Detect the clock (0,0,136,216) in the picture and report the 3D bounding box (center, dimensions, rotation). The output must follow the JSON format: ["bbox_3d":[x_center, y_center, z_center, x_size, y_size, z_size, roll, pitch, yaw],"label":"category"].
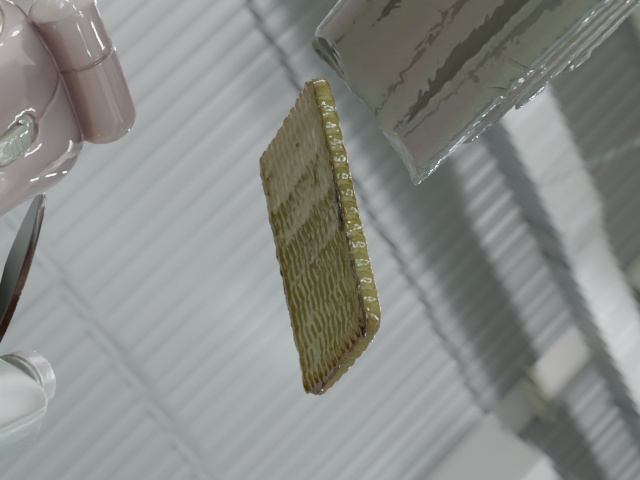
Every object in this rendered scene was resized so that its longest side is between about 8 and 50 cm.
[{"bbox_3d":[-0.368,-0.088,1.632,0.342,0.326,0.184,2,-59,38],"label":"clock"}]

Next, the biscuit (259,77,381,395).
[{"bbox_3d":[0.000,0.000,1.727,0.172,0.029,0.254,127,-43,-57],"label":"biscuit"}]

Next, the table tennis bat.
[{"bbox_3d":[-0.323,0.059,1.961,0.021,0.154,0.274,19,-41,-14],"label":"table tennis bat"}]

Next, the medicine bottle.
[{"bbox_3d":[-0.327,0.156,1.844,0.119,0.069,0.183,27,21,16],"label":"medicine bottle"}]

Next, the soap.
[{"bbox_3d":[0.222,-0.294,1.990,0.213,0.350,0.435,52,-35,4],"label":"soap"}]
